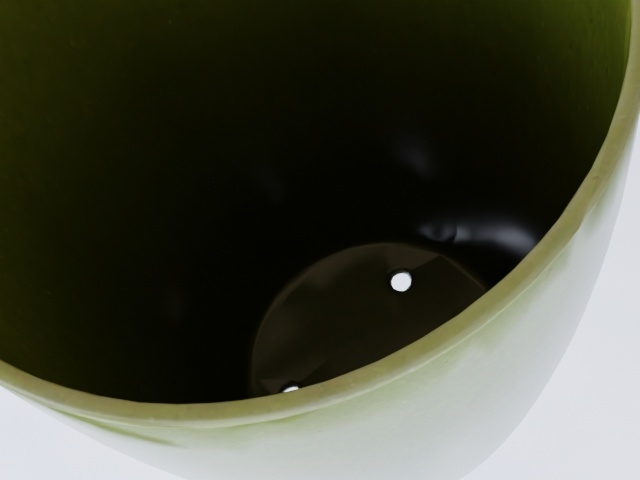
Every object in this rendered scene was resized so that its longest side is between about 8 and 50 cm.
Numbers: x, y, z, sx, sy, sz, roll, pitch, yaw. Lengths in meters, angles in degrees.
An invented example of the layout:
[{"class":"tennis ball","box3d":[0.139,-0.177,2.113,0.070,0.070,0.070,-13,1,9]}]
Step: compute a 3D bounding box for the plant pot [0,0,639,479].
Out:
[{"class":"plant pot","box3d":[0.000,0.000,0.656,0.275,0.275,0.293,40,167,28]}]
